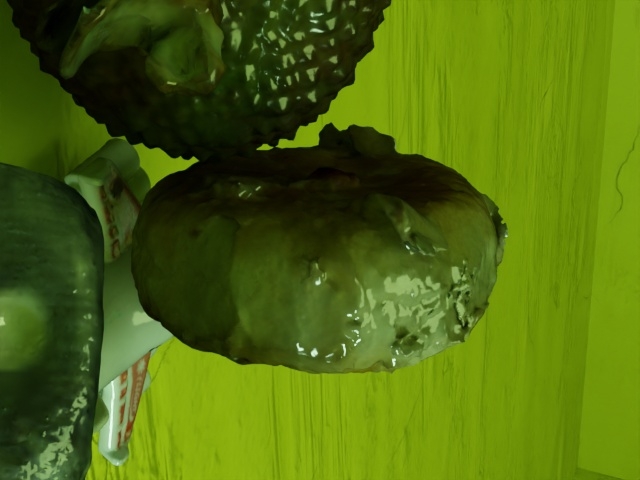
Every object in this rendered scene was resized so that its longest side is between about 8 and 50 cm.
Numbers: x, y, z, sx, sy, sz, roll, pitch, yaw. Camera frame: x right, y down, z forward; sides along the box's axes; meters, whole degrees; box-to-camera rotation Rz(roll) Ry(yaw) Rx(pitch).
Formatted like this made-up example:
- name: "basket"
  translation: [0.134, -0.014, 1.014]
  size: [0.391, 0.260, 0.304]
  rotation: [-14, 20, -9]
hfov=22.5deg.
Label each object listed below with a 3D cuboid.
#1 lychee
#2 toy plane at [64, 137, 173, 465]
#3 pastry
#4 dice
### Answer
- name: "lychee"
  translation: [-0.078, -0.185, 1.020]
  size: [0.320, 0.270, 0.270]
  rotation: [-171, -87, -75]
- name: "toy plane"
  translation: [-0.157, 0.052, 1.151]
  size: [0.252, 0.118, 0.252]
  rotation: [12, 90, -73]
- name: "pastry"
  translation: [-0.006, -0.001, 1.062]
  size: [0.235, 0.257, 0.121]
  rotation: [-19, 118, -49]
- name: "dice"
  translation: [-0.212, 0.063, 0.820]
  size: [0.182, 0.183, 0.181]
  rotation: [138, -46, -67]
